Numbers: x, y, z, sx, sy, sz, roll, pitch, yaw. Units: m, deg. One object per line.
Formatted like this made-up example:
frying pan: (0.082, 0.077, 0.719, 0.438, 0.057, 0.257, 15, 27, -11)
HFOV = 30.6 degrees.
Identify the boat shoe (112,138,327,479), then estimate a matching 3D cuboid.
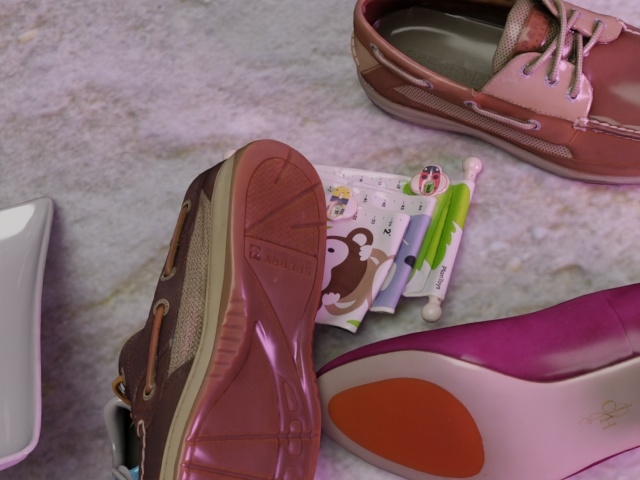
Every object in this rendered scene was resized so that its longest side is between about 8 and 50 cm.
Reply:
boat shoe: (-0.081, 0.098, 0.841, 0.123, 0.123, 0.342, -11, 67, 44)

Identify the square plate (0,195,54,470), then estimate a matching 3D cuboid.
square plate: (-0.370, 0.109, 0.904, 0.343, 0.049, 0.347, -16, 33, -1)

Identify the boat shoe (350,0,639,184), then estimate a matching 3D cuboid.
boat shoe: (0.166, -0.127, 0.892, 0.324, 0.116, 0.123, 12, 72, 22)

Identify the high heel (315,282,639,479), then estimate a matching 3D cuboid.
high heel: (0.180, 0.087, 0.836, 0.377, 0.127, 0.181, -1, 27, 27)

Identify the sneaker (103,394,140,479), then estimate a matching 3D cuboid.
sneaker: (-0.118, 0.196, 0.866, 0.071, 0.083, 0.191, -32, 64, 1)

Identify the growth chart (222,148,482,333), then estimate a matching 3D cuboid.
growth chart: (0.000, 0.000, 0.928, 0.237, 0.021, 0.172, 5, 61, 14)
